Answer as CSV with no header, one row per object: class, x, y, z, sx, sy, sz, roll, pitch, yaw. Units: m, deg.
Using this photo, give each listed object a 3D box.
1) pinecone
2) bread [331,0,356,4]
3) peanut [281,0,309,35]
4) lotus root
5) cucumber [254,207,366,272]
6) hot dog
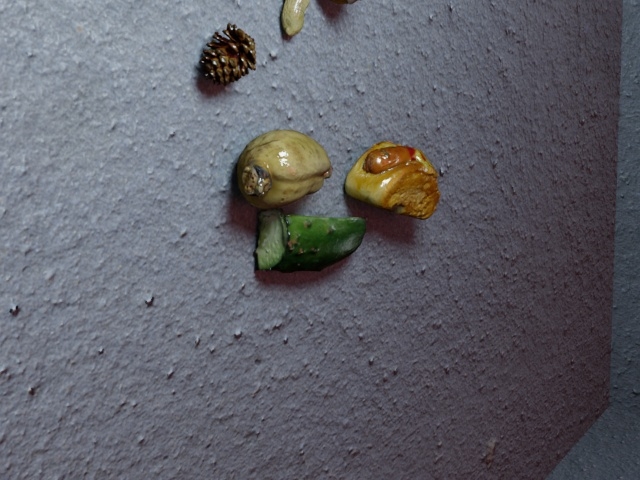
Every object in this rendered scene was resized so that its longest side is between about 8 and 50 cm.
pinecone,-0.161,-0.325,1.549,0.102,0.102,0.109,45,70,-47
bread,0.043,-0.541,1.688,0.073,0.160,0.160,-51,134,-33
peanut,-0.048,-0.452,1.687,0.054,0.054,0.113,8,97,-51
lotus root,-0.075,-0.135,1.677,0.257,0.140,0.154,-12,139,-56
cucumber,0.001,0.003,1.839,0.325,0.105,0.145,-2,101,-53
hot dog,0.177,-0.143,1.979,0.256,0.150,0.153,12,101,-51
